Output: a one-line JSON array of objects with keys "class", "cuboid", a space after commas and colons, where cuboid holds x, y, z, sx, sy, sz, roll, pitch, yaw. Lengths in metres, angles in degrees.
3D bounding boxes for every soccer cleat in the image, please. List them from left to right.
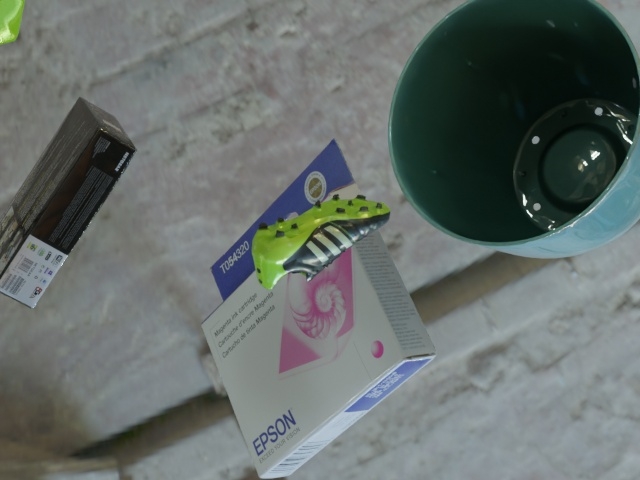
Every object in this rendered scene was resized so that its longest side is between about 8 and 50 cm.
[{"class": "soccer cleat", "cuboid": [0.000, 0.000, 1.493, 0.179, 0.060, 0.072, -19, 123, -36]}]

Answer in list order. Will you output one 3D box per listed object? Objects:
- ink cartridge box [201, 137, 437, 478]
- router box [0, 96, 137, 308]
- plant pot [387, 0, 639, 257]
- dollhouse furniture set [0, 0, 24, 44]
[{"class": "ink cartridge box", "cuboid": [-0.030, 0.090, 1.827, 0.071, 0.330, 0.324, -2, 147, -42]}, {"class": "router box", "cuboid": [-0.248, -0.039, 1.331, 0.046, 0.133, 0.179, 32, 97, -25]}, {"class": "plant pot", "cuboid": [0.257, -0.110, 1.597, 0.293, 0.293, 0.235, -48, 149, 11]}, {"class": "dollhouse furniture set", "cuboid": [-0.383, -0.303, 1.177, 0.151, 0.301, 0.197, -13, 130, -45]}]
